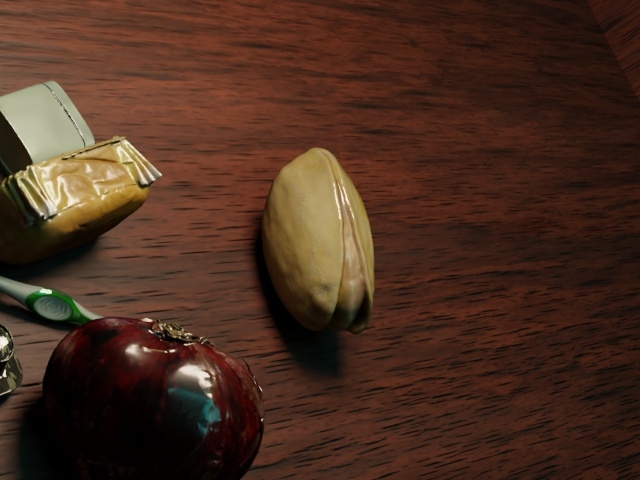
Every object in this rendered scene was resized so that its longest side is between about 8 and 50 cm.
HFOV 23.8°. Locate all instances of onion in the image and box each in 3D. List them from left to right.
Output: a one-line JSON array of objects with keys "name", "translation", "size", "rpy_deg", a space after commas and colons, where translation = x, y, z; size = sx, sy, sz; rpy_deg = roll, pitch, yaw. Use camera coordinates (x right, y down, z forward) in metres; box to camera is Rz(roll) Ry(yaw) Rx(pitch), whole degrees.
[{"name": "onion", "translation": [-0.205, 0.207, 1.821], "size": [0.281, 0.281, 0.221], "rpy_deg": [50, -9, -8]}]

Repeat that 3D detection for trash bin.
[{"name": "trash bin", "translation": [-0.382, -0.148, 2.033], "size": [0.116, 0.059, 0.130], "rpy_deg": [55, 35, 3]}]

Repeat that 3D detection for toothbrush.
[{"name": "toothbrush", "translation": [-0.330, 0.086, 1.913], "size": [0.418, 0.042, 0.040], "rpy_deg": [30, 10, -31]}]

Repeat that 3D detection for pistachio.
[{"name": "pistachio", "translation": [0.000, 0.000, 2.266], "size": [0.162, 0.181, 0.293], "rpy_deg": [8, 61, -28]}]

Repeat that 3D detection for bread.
[{"name": "bread", "translation": [-0.327, -0.049, 1.948], "size": [0.241, 0.136, 0.107], "rpy_deg": [-27, 86, -55]}]

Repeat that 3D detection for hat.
[{"name": "hat", "translation": [-0.392, 0.127, 1.795], "size": [0.121, 0.050, 0.121], "rpy_deg": [31, 38, -29]}]
